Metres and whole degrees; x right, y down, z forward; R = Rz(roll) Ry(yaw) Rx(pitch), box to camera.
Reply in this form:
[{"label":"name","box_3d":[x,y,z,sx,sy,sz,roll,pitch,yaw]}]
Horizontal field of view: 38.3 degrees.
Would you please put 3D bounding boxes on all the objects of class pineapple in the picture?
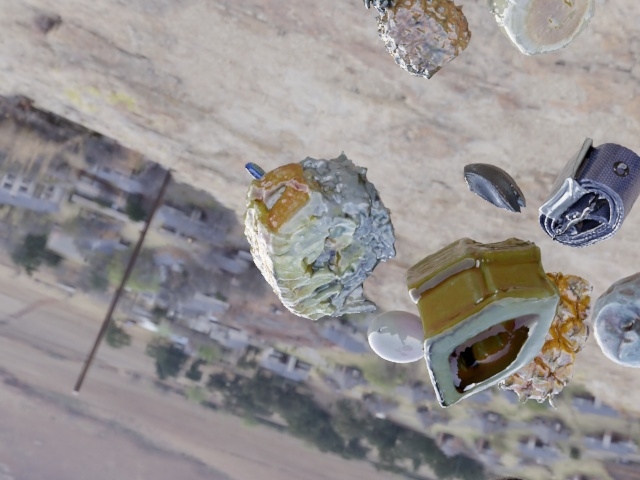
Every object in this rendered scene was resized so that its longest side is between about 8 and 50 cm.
[{"label":"pineapple","box_3d":[0.098,-0.297,1.127,0.198,0.108,0.108,49,150,-16]},{"label":"pineapple","box_3d":[0.335,0.202,1.777,0.286,0.209,0.344,13,144,2]}]

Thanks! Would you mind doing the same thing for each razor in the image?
[{"label":"razor","box_3d":[-0.062,-0.060,2.156,0.324,0.056,0.093,53,-165,-3]}]

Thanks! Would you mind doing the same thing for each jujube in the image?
[{"label":"jujube","box_3d":[0.794,0.175,2.209,0.308,0.215,0.246,-6,138,-47]}]

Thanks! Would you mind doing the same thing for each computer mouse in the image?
[{"label":"computer mouse","box_3d":[0.318,-0.101,1.663,0.135,0.079,0.047,40,131,15]}]

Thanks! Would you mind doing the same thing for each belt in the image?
[{"label":"belt","box_3d":[0.466,-0.069,1.612,0.139,0.126,0.230,36,158,5]}]

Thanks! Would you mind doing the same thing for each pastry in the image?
[{"label":"pastry","box_3d":[0.318,-0.343,1.306,0.166,0.166,0.088,41,-167,-48]}]

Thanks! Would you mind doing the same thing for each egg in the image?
[{"label":"egg","box_3d":[0.160,0.191,1.826,0.135,0.103,0.103,9,161,-7]}]

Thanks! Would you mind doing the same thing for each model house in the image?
[{"label":"model house","box_3d":[0.249,0.092,1.480,0.268,0.239,0.173,-31,130,18]}]

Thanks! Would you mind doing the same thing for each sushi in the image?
[{"label":"sushi","box_3d":[0.000,0.000,1.279,0.139,0.184,0.274,55,168,32]}]

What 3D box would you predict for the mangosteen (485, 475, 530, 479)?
[{"label":"mangosteen","box_3d":[0.336,0.510,1.517,0.265,0.228,0.228,21,160,-23]}]
